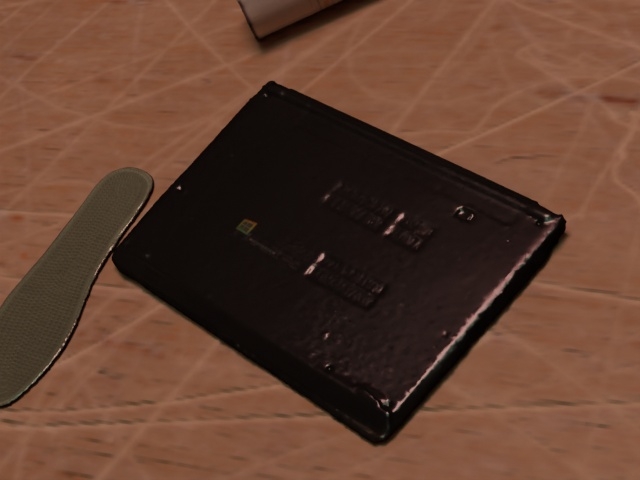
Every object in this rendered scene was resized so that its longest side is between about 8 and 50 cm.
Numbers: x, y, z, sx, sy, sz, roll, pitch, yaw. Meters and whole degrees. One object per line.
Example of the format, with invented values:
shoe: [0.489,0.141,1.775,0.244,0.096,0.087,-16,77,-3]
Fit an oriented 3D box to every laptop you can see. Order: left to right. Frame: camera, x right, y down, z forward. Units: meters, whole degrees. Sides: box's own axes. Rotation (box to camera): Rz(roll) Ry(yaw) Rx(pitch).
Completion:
laptop: [0.000,0.000,0.623,0.197,0.016,0.135,28,68,38]

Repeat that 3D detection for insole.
insole: [-0.130,0.020,0.671,0.053,0.002,0.153,13,58,32]

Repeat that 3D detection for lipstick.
lipstick: [0.020,-0.158,0.732,0.141,0.040,0.040,-25,46,3]
